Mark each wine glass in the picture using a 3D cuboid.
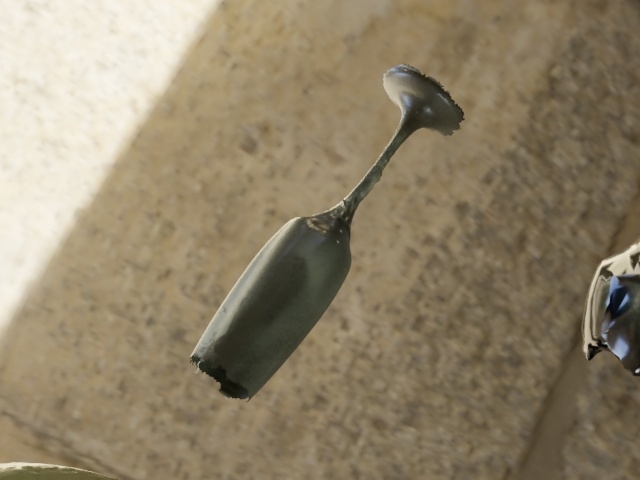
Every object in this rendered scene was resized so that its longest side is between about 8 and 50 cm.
[{"bbox_3d":[0.000,0.000,1.144,0.074,0.074,0.262,23,68,36],"label":"wine glass"}]

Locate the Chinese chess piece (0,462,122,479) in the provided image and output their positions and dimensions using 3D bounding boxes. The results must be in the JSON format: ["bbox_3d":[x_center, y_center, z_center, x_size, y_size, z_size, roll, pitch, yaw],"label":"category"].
[{"bbox_3d":[-0.145,0.226,0.820,0.250,0.250,0.101,-33,29,17],"label":"Chinese chess piece"}]

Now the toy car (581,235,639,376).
[{"bbox_3d":[0.216,-0.034,0.631,0.190,0.255,0.189,14,100,24],"label":"toy car"}]
